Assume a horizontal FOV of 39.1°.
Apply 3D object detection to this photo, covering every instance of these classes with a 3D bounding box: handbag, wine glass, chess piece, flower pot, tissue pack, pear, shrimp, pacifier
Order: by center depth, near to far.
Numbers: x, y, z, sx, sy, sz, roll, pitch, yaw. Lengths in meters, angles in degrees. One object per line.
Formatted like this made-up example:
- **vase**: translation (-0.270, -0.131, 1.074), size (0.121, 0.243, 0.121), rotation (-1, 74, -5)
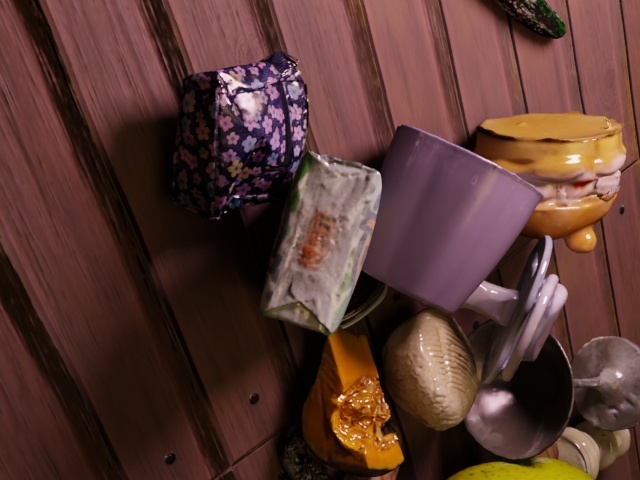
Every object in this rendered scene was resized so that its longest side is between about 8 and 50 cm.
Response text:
- **handbag**: translation (-0.111, -0.151, 1.278), size (0.207, 0.126, 0.229), rotation (-23, 126, -48)
- **tissue pack**: translation (0.000, 0.000, 1.296), size (0.127, 0.311, 0.228), rotation (16, 90, 0)
- **flower pot**: translation (0.192, -0.023, 1.450), size (0.265, 0.265, 0.243), rotation (21, 95, -40)
- **shrimp**: translation (-0.025, 0.392, 1.539), size (0.082, 0.076, 0.174), rotation (-74, 142, -58)
- **pacifier**: translation (0.294, 0.112, 1.555), size (0.238, 0.225, 0.287), rotation (-53, 162, -61)
- **pear**: translation (0.324, 0.539, 1.668), size (0.317, 0.238, 0.343), rotation (18, 112, -26)
- **wine glass**: translation (0.487, 0.284, 1.796), size (0.405, 0.267, 0.267), rotation (6, 97, -44)
- **chess piece**: translation (0.600, 0.460, 2.006), size (0.251, 0.144, 0.145), rotation (-12, 108, -41)

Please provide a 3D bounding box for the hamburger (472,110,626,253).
- **hamburger**: translation (0.414, -0.106, 1.634), size (0.276, 0.276, 0.237), rotation (-15, 111, -35)

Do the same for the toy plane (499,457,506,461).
- **toy plane**: translation (0.379, 0.579, 1.888), size (0.160, 0.082, 0.234), rotation (26, 84, -66)

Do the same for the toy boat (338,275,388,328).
- **toy boat**: translation (0.066, 0.107, 1.538), size (0.140, 0.059, 0.066), rotation (-39, 151, -25)

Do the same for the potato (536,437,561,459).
- **potato**: translation (0.469, 0.451, 1.883), size (0.100, 0.089, 0.172), rotation (-13, 83, -63)

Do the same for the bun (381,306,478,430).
- **bun**: translation (0.191, 0.234, 1.611), size (0.220, 0.134, 0.221), rotation (35, 44, -44)

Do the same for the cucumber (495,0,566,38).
- **cucumber**: translation (0.366, -0.435, 1.639), size (0.293, 0.067, 0.068), rotation (27, 83, -41)

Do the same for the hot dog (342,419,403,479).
- **hot dog**: translation (0.083, 0.422, 1.576), size (0.131, 0.069, 0.253), rotation (55, 44, -37)

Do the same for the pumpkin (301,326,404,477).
- **pumpkin**: translation (0.034, 0.275, 1.496), size (0.130, 0.126, 0.248), rotation (1, 72, -51)
